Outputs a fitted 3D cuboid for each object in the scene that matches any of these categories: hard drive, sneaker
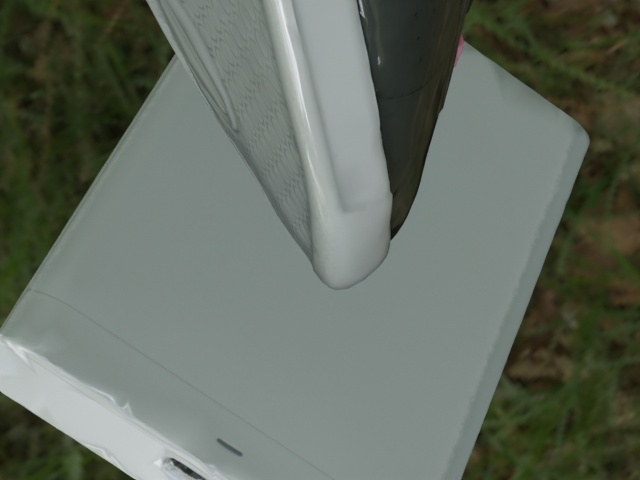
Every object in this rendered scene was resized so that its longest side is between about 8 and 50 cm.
[{"bbox_3d":[0.000,0.000,0.883,0.203,0.307,0.040,34,137,-8],"label":"hard drive"},{"bbox_3d":[0.033,-0.097,0.402,0.104,0.147,0.296,54,166,27],"label":"sneaker"}]
